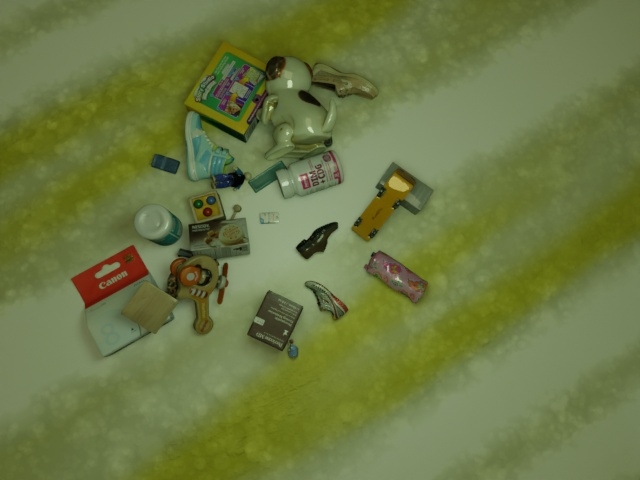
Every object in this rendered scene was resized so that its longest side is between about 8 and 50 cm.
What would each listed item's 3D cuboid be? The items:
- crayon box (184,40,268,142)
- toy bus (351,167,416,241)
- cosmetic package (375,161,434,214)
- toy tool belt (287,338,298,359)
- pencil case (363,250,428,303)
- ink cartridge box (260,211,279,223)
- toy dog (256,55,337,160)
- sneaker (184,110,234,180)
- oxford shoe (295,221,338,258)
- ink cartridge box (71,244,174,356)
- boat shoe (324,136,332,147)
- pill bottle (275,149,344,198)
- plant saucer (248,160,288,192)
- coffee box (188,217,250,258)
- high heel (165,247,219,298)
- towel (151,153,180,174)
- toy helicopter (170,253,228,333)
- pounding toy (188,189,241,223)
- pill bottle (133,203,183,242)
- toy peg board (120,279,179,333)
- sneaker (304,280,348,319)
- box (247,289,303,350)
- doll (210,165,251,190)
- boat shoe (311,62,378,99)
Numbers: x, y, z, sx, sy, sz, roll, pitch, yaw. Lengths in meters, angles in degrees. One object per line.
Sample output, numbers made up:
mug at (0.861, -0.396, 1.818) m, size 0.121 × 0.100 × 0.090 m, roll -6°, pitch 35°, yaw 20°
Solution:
crayon box at (-0.403, -0.693, 1.944) m, size 0.313 × 0.106 × 0.362 m, roll 28°, pitch 80°, yaw 2°
toy bus at (0.277, -0.155, 1.851) m, size 0.108 × 0.130 × 0.332 m, roll 37°, pitch 119°, yaw 2°
cosmetic package at (0.389, -0.241, 1.934) m, size 0.238 × 0.107 × 0.127 m, roll 36°, pitch 81°, yaw 5°
toy tool belt at (-0.122, 0.475, 1.813) m, size 0.052 × 0.051 × 0.083 m, roll -6°, pitch 82°, yaw -5°
pencil case at (0.339, 0.161, 1.864) m, size 0.284 × 0.124 × 0.124 m, roll 33°, pitch 81°, yaw 2°
ink cartridge box at (-0.233, -0.103, 1.904) m, size 0.083 × 0.028 × 0.048 m, roll -2°, pitch 82°, yaw -4°
toy dog at (-0.123, -0.592, 1.798) m, size 0.285 × 0.395 × 0.407 m, roll -11°, pitch 81°, yaw -33°
sneaker at (-0.501, -0.432, 1.890) m, size 0.208 × 0.127 × 0.318 m, roll -4°, pitch 91°, yaw -3°
oxford shoe at (0.000, 0.000, 1.891) m, size 0.227 × 0.083 × 0.096 m, roll -39°, pitch 108°, yaw -10°
ink cartridge box at (-0.860, 0.250, 1.778) m, size 0.308 × 0.091 × 0.384 m, roll -30°, pitch 86°, yaw -8°
boat shoe at (-0.012, -0.545, 1.966) m, size 0.081 × 0.068 × 0.227 m, roll -30°, pitch 84°, yaw -8°
pill bottle at (-0.050, -0.294, 1.880) m, size 0.283 × 0.160 × 0.160 m, roll -20°, pitch 83°, yaw -6°
plant saucer at (-0.243, -0.301, 1.940) m, size 0.192 × 0.018 × 0.067 m, roll -35°, pitch 85°, yaw -7°
coffee box at (-0.439, -0.005, 1.808) m, size 0.247 × 0.098 × 0.141 m, roll -7°, pitch 59°, yaw -11°
high heel at (-0.560, 0.174, 1.809) m, size 0.186 × 0.093 × 0.261 m, roll 14°, pitch 77°, yaw -2°
towel at (-0.712, -0.353, 1.909) m, size 0.120 × 0.029 × 0.067 m, roll 18°, pitch 81°, yaw 0°
toy helicopter at (-0.493, 0.229, 1.768) m, size 0.235 × 0.140 × 0.354 m, roll -11°, pitch 110°, yaw -35°
pounding toy at (-0.461, -0.130, 1.859) m, size 0.206 × 0.094 × 0.181 m, roll -18°, pitch 83°, yaw -6°
pill bottle at (-0.670, -0.056, 1.748) m, size 0.146 × 0.264 × 0.146 m, roll 1°, pitch 80°, yaw -4°
toy peg board at (-0.702, 0.272, 1.718) m, size 0.161 × 0.079 × 0.161 m, roll 37°, pitch 79°, yaw -15°
sneaker at (0.015, 0.263, 1.837) m, size 0.225 × 0.088 × 0.092 m, roll 42°, pitch 82°, yaw 3°
box at (-0.188, 0.338, 1.771) m, size 0.169 × 0.167 × 0.203 m, roll 25°, pitch 81°, yaw 0°
doll at (-0.399, -0.281, 1.880) m, size 0.189 × 0.129 × 0.046 m, roll -14°, pitch 43°, yaw -30°
boat shoe at (0.108, -0.734, 1.985) m, size 0.341 × 0.121 × 0.110 m, roll 23°, pitch 85°, yaw 10°
